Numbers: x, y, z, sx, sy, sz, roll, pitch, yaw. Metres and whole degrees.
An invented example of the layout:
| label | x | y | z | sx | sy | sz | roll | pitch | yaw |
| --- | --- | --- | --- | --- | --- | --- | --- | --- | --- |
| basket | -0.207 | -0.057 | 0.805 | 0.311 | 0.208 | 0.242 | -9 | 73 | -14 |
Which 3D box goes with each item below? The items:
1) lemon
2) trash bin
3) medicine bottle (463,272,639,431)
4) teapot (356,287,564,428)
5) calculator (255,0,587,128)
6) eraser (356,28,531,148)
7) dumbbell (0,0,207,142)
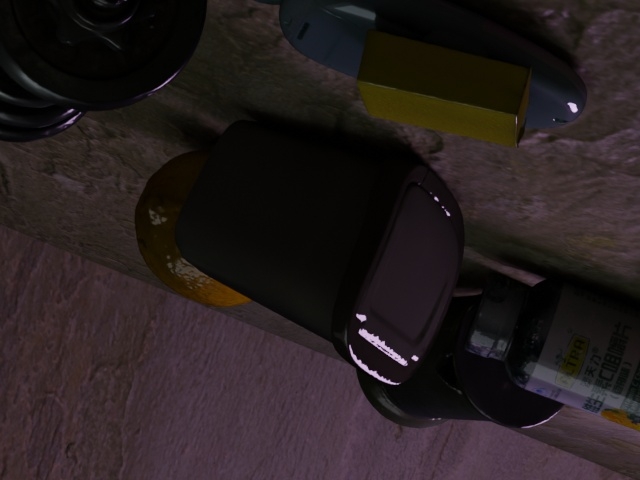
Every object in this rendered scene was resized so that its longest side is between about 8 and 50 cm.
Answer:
| label | x | y | z | sx | sy | sz | roll | pitch | yaw |
| --- | --- | --- | --- | --- | --- | --- | --- | --- | --- |
| lemon | -0.123 | -0.015 | 1.987 | 0.188 | 0.188 | 0.257 | 14 | 172 | 35 |
| trash bin | 0.000 | 0.000 | 1.759 | 0.250 | 0.219 | 0.220 | 23 | 170 | 29 |
| medicine bottle | 0.324 | 0.134 | 1.985 | 0.293 | 0.141 | 0.141 | 20 | 170 | 5 |
| teapot | 0.228 | 0.156 | 2.225 | 0.270 | 0.200 | 0.337 | -3 | 177 | -22 |
| calculator | 0.065 | -0.154 | 1.286 | 0.299 | 0.041 | 0.185 | 21 | 170 | -7 |
| eraser | 0.093 | -0.111 | 1.221 | 0.122 | 0.045 | 0.097 | 13 | 170 | 11 |
| dumbbell | -0.223 | -0.179 | 1.353 | 0.179 | 0.179 | 0.406 | 25 | 170 | -20 |
